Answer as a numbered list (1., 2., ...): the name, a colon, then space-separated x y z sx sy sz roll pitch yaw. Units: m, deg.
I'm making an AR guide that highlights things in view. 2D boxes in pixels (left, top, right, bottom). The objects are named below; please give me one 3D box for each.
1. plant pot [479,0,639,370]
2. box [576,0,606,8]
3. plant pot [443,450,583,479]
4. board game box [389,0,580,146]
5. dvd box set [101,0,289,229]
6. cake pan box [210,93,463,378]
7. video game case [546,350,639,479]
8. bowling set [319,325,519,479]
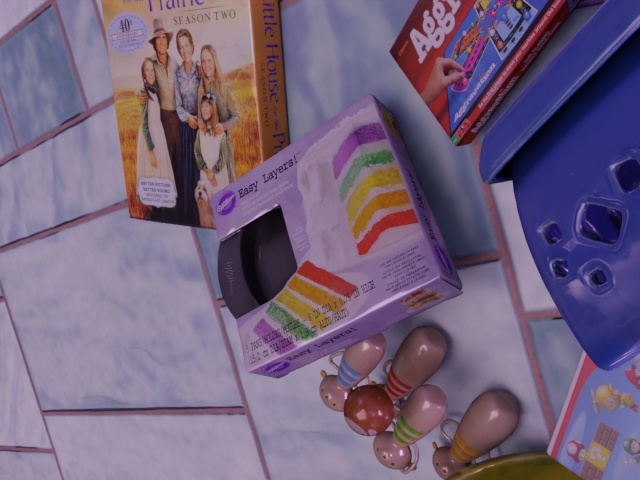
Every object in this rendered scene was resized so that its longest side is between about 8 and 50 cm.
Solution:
1. plant pot: 0.281 -0.069 0.546 0.212 0.236 0.236 55 130 19
2. box: 0.274 -0.357 0.571 0.201 0.057 0.293 1 104 39
3. plant pot: 0.250 0.472 0.682 0.366 0.366 0.353 17 124 35
4. board game box: 0.168 -0.236 0.658 0.145 0.027 0.281 61 145 23
5. dvd box set: -0.181 -0.226 0.980 0.307 0.062 0.420 8 109 36
6. cake pan box: 0.000 0.000 0.800 0.267 0.070 0.246 -28 59 24
7. video game case: 0.355 0.185 0.622 0.285 0.025 0.204 31 114 48
8. bowling set: 0.065 0.185 0.823 0.287 0.200 0.154 46 128 24
